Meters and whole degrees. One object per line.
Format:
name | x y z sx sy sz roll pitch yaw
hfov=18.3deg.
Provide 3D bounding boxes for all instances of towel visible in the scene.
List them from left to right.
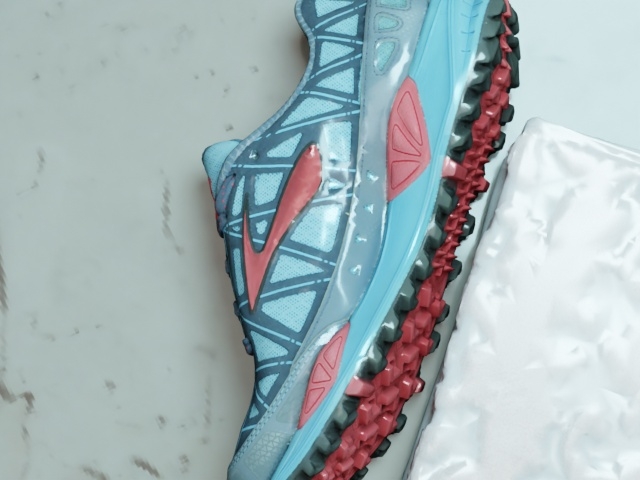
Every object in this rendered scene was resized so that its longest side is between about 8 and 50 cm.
towel | 0.190 0.144 0.907 0.317 0.053 0.332 19 88 2

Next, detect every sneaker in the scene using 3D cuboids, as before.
sneaker | 0.000 0.000 0.913 0.125 0.104 0.262 18 82 19
